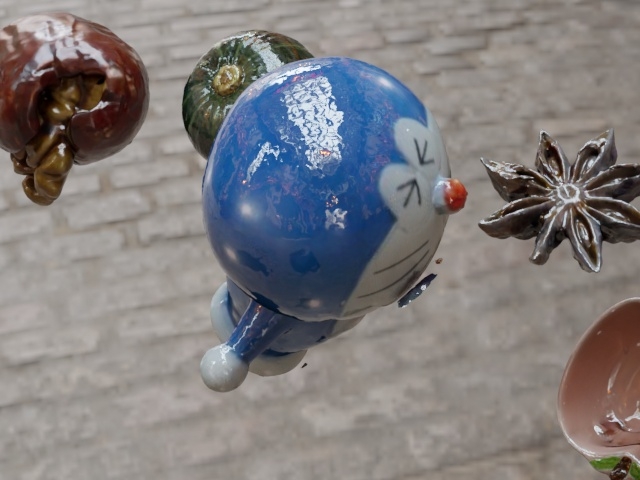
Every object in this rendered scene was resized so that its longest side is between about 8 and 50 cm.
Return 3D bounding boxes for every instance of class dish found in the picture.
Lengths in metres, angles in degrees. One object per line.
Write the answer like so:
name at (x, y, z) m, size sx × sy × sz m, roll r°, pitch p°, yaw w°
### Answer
dish at (0.364, 0.168, 1.588) m, size 0.213 × 0.213 × 0.090 m, roll 17°, pitch 1°, yaw 37°

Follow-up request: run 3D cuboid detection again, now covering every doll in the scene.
doll at (0.000, 0.000, 0.963) m, size 0.161 × 0.257 × 0.215 m, roll 29°, pitch 66°, yaw 8°

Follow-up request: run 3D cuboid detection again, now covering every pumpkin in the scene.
pumpkin at (-0.072, -0.154, 1.654) m, size 0.167 × 0.167 × 0.125 m, roll 23°, pitch 1°, yaw 43°

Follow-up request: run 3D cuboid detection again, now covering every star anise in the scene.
star anise at (0.311, -0.049, 1.782) m, size 0.262 × 0.081 × 0.230 m, roll -16°, pitch 46°, yaw 0°

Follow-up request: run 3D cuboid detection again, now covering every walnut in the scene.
walnut at (-0.337, -0.164, 1.899) m, size 0.221 × 0.244 × 0.269 m, roll 20°, pitch 7°, yaw -15°
